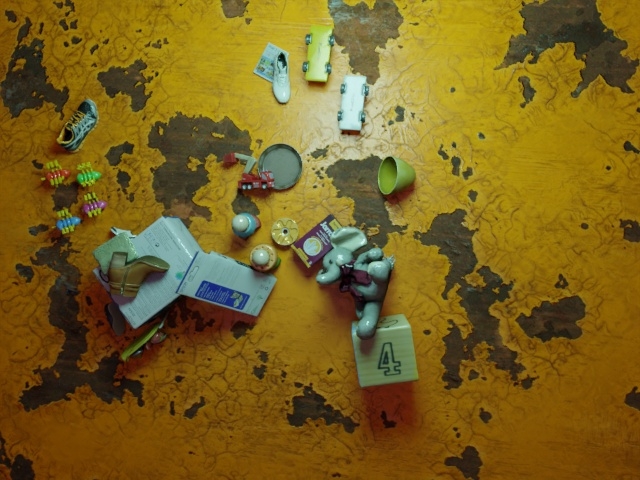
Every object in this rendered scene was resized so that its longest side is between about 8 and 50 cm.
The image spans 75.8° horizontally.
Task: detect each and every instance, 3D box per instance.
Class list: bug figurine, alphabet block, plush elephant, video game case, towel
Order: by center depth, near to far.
[{"bbox_3d":[0.103,0.112,1.386,0.255,0.330,0.272,14,119,13],"label":"plush elephant"},{"bbox_3d":[0.218,0.378,1.430,0.197,0.192,0.193,-9,93,4],"label":"alphabet block"},{"bbox_3d":[-0.715,0.046,1.430,0.148,0.027,0.110,-31,87,6],"label":"towel"},{"bbox_3d":[-0.182,-0.656,1.521,0.087,0.011,0.122,29,93,3],"label":"video game case"},{"bbox_3d":[-0.933,-0.169,1.564,0.216,0.072,0.279,-14,86,-1],"label":"bug figurine"}]

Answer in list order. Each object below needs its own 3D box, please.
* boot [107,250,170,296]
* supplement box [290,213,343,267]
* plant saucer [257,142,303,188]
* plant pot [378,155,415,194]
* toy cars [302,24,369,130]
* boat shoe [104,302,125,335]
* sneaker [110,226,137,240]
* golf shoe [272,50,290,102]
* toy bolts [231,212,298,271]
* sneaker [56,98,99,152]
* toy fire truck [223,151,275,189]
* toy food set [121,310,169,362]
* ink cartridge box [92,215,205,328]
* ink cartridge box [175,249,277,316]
[{"bbox_3d":[-0.622,0.126,1.408,0.197,0.073,0.152,12,104,-5],"label":"boot"},{"bbox_3d":[0.000,0.000,1.490,0.188,0.081,0.104,-39,88,4],"label":"supplement box"},{"bbox_3d":[-0.147,-0.273,1.520,0.168,0.029,0.168,0,93,5],"label":"plant saucer"},{"bbox_3d":[0.277,-0.226,1.449,0.095,0.134,0.134,2,92,-21],"label":"plant pot"},{"bbox_3d":[0.057,-0.571,1.472,0.176,0.087,0.394,-34,92,9],"label":"toy cars"},{"bbox_3d":[-0.792,0.302,1.582,0.042,0.049,0.133,-11,98,32],"label":"boat shoe"},{"bbox_3d":[-0.750,-0.025,1.575,0.109,0.040,0.044,32,77,0],"label":"sneaker"},{"bbox_3d":[-0.142,-0.587,1.477,0.069,0.086,0.176,-6,99,-6],"label":"golf shoe"},{"bbox_3d":[-0.208,-0.025,1.461,0.228,0.158,0.218,42,90,5],"label":"toy bolts"},{"bbox_3d":[-0.915,-0.434,1.550,0.084,0.083,0.215,26,92,5],"label":"sneaker"},{"bbox_3d":[-0.258,-0.255,1.497,0.192,0.047,0.135,2,105,25],"label":"toy fire truck"},{"bbox_3d":[-0.637,0.379,1.538,0.218,0.128,0.071,-40,109,0],"label":"toy food set"},{"bbox_3d":[-0.623,0.130,1.508,0.395,0.151,0.270,-37,87,3],"label":"ink cartridge box"},{"bbox_3d":[-0.326,0.146,1.433,0.332,0.065,0.165,27,95,-39],"label":"ink cartridge box"}]
